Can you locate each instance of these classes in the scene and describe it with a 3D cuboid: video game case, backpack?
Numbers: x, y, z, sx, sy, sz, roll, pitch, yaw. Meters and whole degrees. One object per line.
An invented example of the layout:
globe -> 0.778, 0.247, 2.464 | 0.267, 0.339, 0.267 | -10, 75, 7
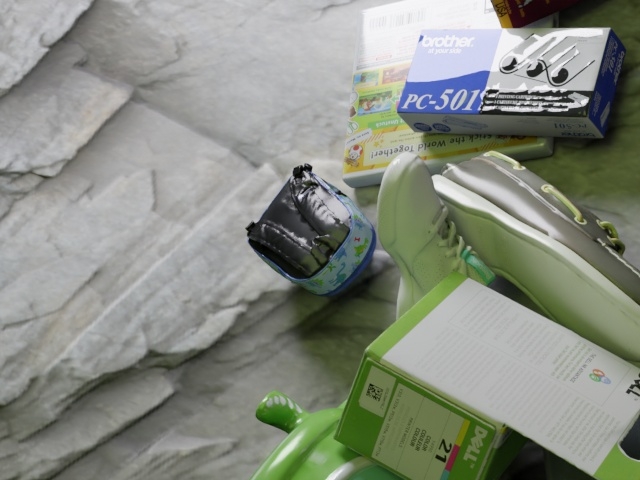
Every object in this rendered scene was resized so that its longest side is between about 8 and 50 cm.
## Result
video game case -> 0.133, -0.164, 1.675 | 0.227, 0.026, 0.206 | -8, 62, 29
backpack -> 0.000, 0.000, 1.639 | 0.105, 0.084, 0.114 | -51, 45, 2

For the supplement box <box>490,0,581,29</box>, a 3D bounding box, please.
supplement box -> 0.242, -0.296, 1.610 | 0.188, 0.081, 0.104 | -23, 55, 7

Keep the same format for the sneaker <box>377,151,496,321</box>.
sneaker -> 0.113, 0.015, 1.500 | 0.094, 0.212, 0.080 | 10, 39, 32

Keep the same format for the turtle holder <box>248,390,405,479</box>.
turtle holder -> 0.027, 0.272, 1.414 | 0.227, 0.320, 0.243 | 27, 118, 18

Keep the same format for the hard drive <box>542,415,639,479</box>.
hard drive -> 0.240, 0.186, 1.427 | 0.094, 0.022, 0.135 | -18, 58, 25

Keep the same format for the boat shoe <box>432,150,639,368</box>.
boat shoe -> 0.216, 0.008, 1.479 | 0.091, 0.109, 0.305 | -34, 46, -22

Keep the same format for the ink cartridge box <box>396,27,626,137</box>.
ink cartridge box -> 0.183, -0.153, 1.590 | 0.207, 0.046, 0.097 | 5, 68, 34

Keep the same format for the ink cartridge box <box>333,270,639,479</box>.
ink cartridge box -> 0.169, 0.149, 1.356 | 0.255, 0.189, 0.097 | 28, 121, 16
